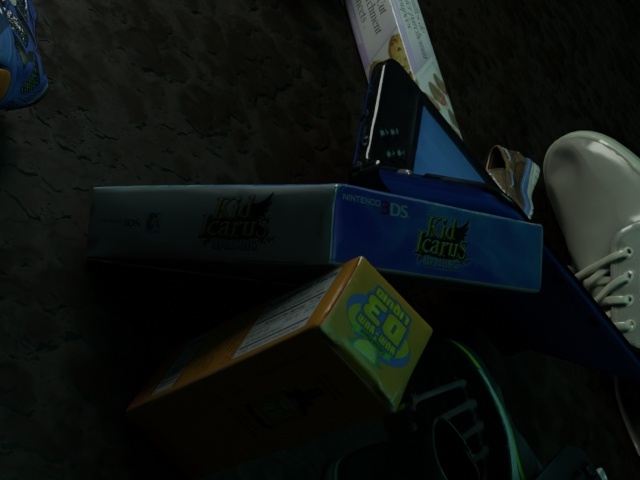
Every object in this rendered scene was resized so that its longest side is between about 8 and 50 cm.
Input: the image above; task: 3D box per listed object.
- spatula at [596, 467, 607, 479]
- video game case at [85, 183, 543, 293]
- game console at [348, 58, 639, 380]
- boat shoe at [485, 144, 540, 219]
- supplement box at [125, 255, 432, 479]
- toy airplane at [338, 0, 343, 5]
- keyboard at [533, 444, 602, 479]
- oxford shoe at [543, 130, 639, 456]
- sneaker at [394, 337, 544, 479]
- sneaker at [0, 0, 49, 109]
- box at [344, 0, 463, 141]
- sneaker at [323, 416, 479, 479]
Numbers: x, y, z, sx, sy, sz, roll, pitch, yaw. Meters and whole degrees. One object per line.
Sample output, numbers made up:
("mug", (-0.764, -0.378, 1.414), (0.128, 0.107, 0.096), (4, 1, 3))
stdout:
("spatula", (0.282, 0.297, 1.280), (0.168, 0.019, 0.242), (65, 14, 11))
("video game case", (0.000, 0.000, 1.044), (0.269, 0.244, 0.061), (9, 82, -50))
("game console", (0.178, -0.023, 1.266), (0.293, 0.173, 0.250), (47, 39, -35))
("boat shoe", (0.202, -0.046, 1.535), (0.066, 0.066, 0.183), (36, 33, -9))
("supplement box", (-0.033, 0.092, 0.914), (0.078, 0.233, 0.080), (47, 50, -15))
("toy airplane", (-0.024, -0.312, 1.440), (0.151, 0.028, 0.151), (12, 65, -26))
("keyboard", (0.185, 0.314, 1.053), (0.317, 0.033, 0.201), (-35, 99, -49))
("oxford shoe", (0.366, 0.066, 1.573), (0.130, 0.169, 0.449), (-7, 66, -32))
("sneaker", (0.163, 0.227, 1.208), (0.121, 0.111, 0.300), (-12, 78, -65))
("sneaker", (-0.266, -0.190, 1.026), (0.087, 0.083, 0.221), (21, 50, -62))
("box", (0.095, -0.177, 1.498), (0.063, 0.067, 0.324), (19, 49, -45))
("sneaker", (0.082, 0.254, 1.041), (0.083, 0.118, 0.222), (10, 54, -50))
